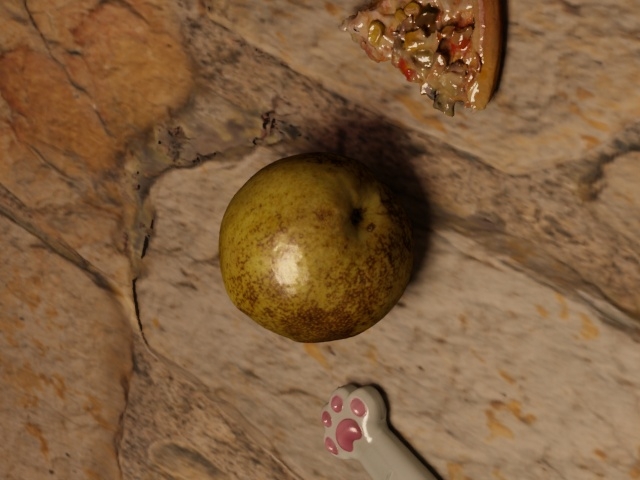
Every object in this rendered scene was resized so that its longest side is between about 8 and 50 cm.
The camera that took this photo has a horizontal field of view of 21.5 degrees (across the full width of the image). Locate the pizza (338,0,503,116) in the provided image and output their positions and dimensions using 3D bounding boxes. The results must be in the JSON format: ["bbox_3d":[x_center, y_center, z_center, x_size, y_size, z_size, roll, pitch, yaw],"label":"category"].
[{"bbox_3d":[0.091,-0.212,1.638,0.195,0.052,0.185,3,99,42],"label":"pizza"}]

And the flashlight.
[{"bbox_3d":[0.071,0.238,1.763,0.200,0.047,0.093,49,128,23],"label":"flashlight"}]

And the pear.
[{"bbox_3d":[0.000,0.000,1.678,0.197,0.197,0.197,12,108,40],"label":"pear"}]
